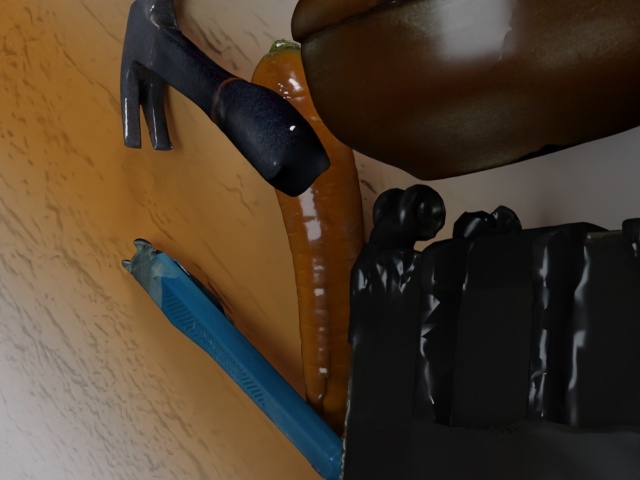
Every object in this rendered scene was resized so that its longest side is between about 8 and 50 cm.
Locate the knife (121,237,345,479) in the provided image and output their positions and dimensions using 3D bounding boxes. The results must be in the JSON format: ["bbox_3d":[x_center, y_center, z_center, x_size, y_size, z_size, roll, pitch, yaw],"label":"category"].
[{"bbox_3d":[-0.056,0.081,1.102,0.296,0.026,0.044,43,131,38],"label":"knife"}]

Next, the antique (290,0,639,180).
[{"bbox_3d":[0.100,-0.111,0.859,0.278,0.223,0.129,-7,101,66],"label":"antique"}]

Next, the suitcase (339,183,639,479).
[{"bbox_3d":[0.131,0.183,0.815,0.283,0.194,0.434,-9,71,52],"label":"suitcase"}]

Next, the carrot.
[{"bbox_3d":[0.000,0.000,1.056,0.066,0.062,0.271,-12,87,8],"label":"carrot"}]

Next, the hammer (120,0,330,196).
[{"bbox_3d":[-0.070,-0.092,1.057,0.290,0.037,0.137,44,125,55],"label":"hammer"}]
